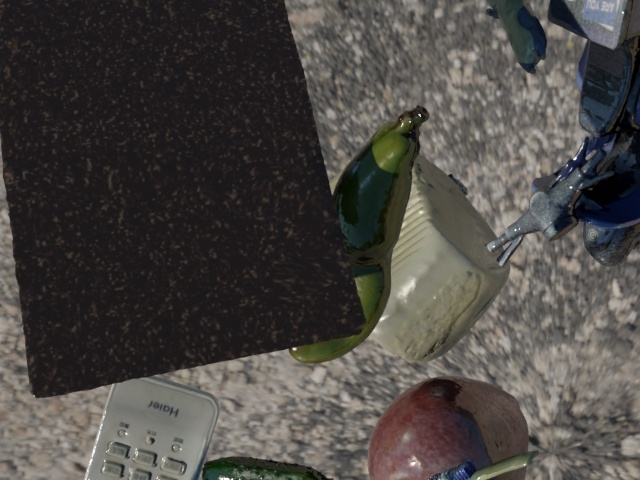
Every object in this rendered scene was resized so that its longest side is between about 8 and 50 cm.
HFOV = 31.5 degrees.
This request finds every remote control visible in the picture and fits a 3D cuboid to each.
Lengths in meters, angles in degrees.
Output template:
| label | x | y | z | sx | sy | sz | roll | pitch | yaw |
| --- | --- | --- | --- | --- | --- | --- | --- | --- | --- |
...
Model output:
| label | x | y | z | sx | sy | sz | roll | pitch | yaw |
| --- | --- | --- | --- | --- | --- | --- | --- | --- | --- |
| remote control | -0.195 | 0.284 | 1.158 | 0.109 | 0.055 | 0.313 | 17 | 102 | -4 |

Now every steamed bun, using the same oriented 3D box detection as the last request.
| label | x | y | z | sx | sy | sz | roll | pitch | yaw |
| --- | --- | --- | --- | --- | --- | --- | --- | --- | --- |
| steamed bun | 0.154 | 0.022 | 1.807 | 0.247 | 0.236 | 0.383 | -48 | 34 | 17 |

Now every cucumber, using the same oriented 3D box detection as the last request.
| label | x | y | z | sx | sy | sz | roll | pitch | yaw |
| --- | --- | --- | --- | --- | --- | --- | --- | --- | --- |
| cucumber | -0.087 | 0.387 | 1.847 | 0.227 | 0.069 | 0.069 | 2 | 80 | 16 |

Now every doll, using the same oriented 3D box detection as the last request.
| label | x | y | z | sx | sy | sz | roll | pitch | yaw |
| --- | --- | --- | --- | --- | --- | --- | --- | --- | --- |
| doll | 0.171 | -0.192 | 0.988 | 0.027 | 0.037 | 0.125 | 9 | 44 | -26 |

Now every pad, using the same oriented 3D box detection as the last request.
| label | x | y | z | sx | sy | sz | roll | pitch | yaw |
| --- | --- | --- | --- | --- | --- | --- | --- | --- | --- |
| pad | -0.109 | -0.064 | 0.786 | 0.220 | 0.004 | 0.330 | -10 | 65 | -7 |

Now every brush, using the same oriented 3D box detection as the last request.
| label | x | y | z | sx | sy | sz | roll | pitch | yaw |
| --- | --- | --- | --- | --- | --- | --- | --- | --- | --- |
| brush | 0.201 | 0.286 | 1.423 | 0.178 | 0.033 | 0.030 | -35 | 82 | 47 |

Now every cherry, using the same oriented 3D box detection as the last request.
| label | x | y | z | sx | sy | sz | roll | pitch | yaw |
| --- | --- | --- | --- | --- | --- | --- | --- | --- | --- |
| cherry | 0.196 | 0.323 | 1.691 | 0.221 | 0.307 | 0.261 | 0 | 120 | 42 |

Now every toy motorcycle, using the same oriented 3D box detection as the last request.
| label | x | y | z | sx | sy | sz | roll | pitch | yaw |
| --- | --- | --- | --- | --- | --- | --- | --- | --- | --- |
| toy motorcycle | 0.279 | -0.118 | 1.083 | 0.212 | 0.359 | 0.125 | -20 | 39 | -34 |

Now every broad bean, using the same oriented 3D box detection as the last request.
| label | x | y | z | sx | sy | sz | roll | pitch | yaw |
| --- | --- | --- | --- | --- | --- | --- | --- | --- | --- |
| broad bean | 0.031 | -0.002 | 0.842 | 0.070 | 0.048 | 0.214 | 13 | 106 | -26 |
